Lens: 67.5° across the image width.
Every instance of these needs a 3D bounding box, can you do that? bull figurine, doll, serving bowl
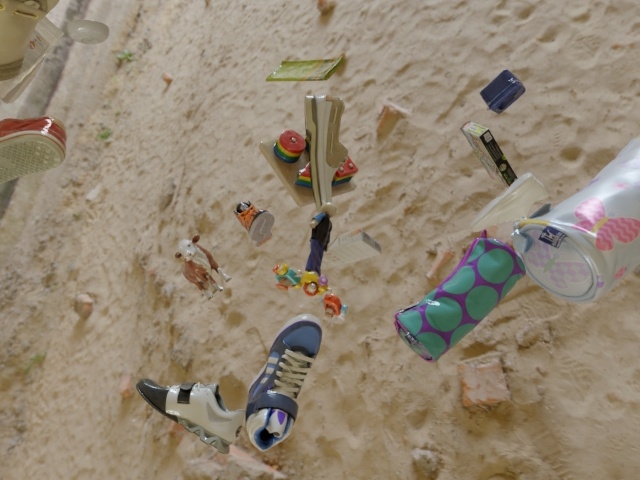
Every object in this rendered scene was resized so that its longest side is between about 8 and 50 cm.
[{"bbox_3d":[-0.398,0.095,1.604,0.101,0.188,0.310,-40,-1,-20],"label":"bull figurine"},{"bbox_3d":[0.000,0.000,1.076,0.046,0.129,0.188,5,69,19],"label":"doll"},{"bbox_3d":[-0.485,-0.431,1.003,0.083,0.083,0.027,-6,93,39],"label":"serving bowl"}]

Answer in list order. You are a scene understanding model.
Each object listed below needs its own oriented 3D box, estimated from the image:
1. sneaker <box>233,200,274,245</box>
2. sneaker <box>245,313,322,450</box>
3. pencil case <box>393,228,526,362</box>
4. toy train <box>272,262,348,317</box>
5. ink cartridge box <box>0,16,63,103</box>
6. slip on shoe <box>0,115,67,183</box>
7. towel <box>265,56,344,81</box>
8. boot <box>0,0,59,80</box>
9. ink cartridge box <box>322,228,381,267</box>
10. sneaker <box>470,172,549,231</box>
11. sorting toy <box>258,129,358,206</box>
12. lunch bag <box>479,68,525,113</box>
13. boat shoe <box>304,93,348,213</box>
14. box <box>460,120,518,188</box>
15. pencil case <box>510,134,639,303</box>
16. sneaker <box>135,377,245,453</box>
[{"bbox_3d":[-0.288,-0.092,1.974,0.125,0.321,0.180,-35,80,-18],"label":"sneaker"},{"bbox_3d":[-0.080,0.369,1.198,0.322,0.130,0.236,-56,21,14],"label":"sneaker"},{"bbox_3d":[0.152,0.064,0.534,0.152,0.064,0.070,-43,84,-4],"label":"pencil case"},{"bbox_3d":[-0.029,0.109,0.973,0.166,0.125,0.046,19,57,20],"label":"toy train"},{"bbox_3d":[-0.708,-0.447,1.062,0.225,0.181,0.056,-43,26,11],"label":"ink cartridge box"},{"bbox_3d":[-0.675,-0.188,0.993,0.332,0.123,0.101,-8,51,9],"label":"slip on shoe"},{"bbox_3d":[-0.050,-0.495,1.390,0.237,0.021,0.102,14,54,38],"label":"towel"},{"bbox_3d":[-0.505,-0.314,0.654,0.203,0.262,0.095,-41,87,27],"label":"boot"},{"bbox_3d":[0.076,0.026,1.449,0.179,0.145,0.045,-14,65,26],"label":"ink cartridge box"},{"bbox_3d":[0.491,-0.074,1.250,0.212,0.094,0.080,-45,5,35],"label":"sneaker"},{"bbox_3d":[-0.025,-0.262,1.567,0.257,0.256,0.089,56,139,15],"label":"sorting toy"},{"bbox_3d":[0.450,-0.361,1.186,0.098,0.067,0.065,-44,60,32],"label":"lunch bag"},{"bbox_3d":[0.021,-0.221,1.224,0.113,0.103,0.302,-130,36,-81],"label":"boat shoe"},{"bbox_3d":[0.494,-0.248,1.395,0.036,0.207,0.114,-39,26,7],"label":"box"},{"bbox_3d":[0.367,-0.039,0.585,0.273,0.113,0.124,-33,37,-14],"label":"pencil case"},{"bbox_3d":[-0.363,0.456,1.370,0.331,0.122,0.146,27,75,9],"label":"sneaker"}]
